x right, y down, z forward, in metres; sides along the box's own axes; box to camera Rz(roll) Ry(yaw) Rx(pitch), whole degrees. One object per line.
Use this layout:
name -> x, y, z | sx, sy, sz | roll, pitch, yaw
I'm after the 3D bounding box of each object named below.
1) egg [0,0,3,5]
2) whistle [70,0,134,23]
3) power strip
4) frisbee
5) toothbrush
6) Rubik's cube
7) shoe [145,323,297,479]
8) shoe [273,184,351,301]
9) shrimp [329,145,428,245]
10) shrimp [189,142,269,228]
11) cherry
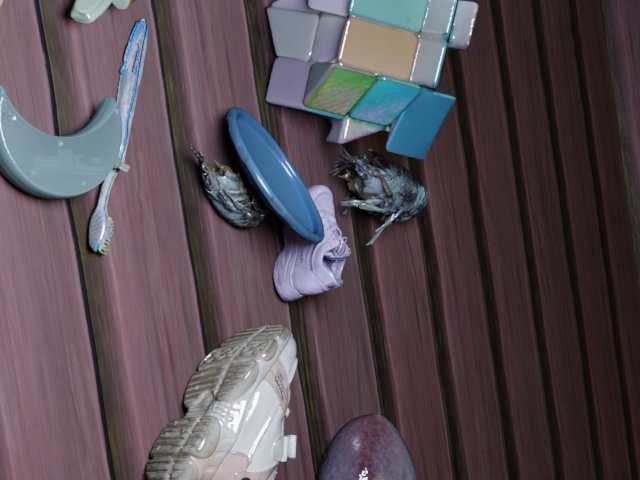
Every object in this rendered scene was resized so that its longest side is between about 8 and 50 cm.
egg -> -0.488, -0.356, 1.598 | 0.083, 0.071, 0.071 | 24, 67, -53
whistle -> -0.325, -0.434, 1.797 | 0.106, 0.101, 0.253 | 56, 43, -37
power strip -> -0.391, -0.144, 1.697 | 0.253, 0.054, 0.168 | 3, 86, -48
frisbee -> -0.092, -0.109, 2.025 | 0.289, 0.049, 0.289 | 53, 13, -18
toothbrush -> -0.324, -0.175, 1.821 | 0.042, 0.035, 0.413 | 49, 47, -65
Rubik's cube -> 0.095, -0.355, 2.150 | 0.387, 0.368, 0.358 | 5, 98, -53
shoe -> -0.132, 0.311, 1.891 | 0.198, 0.172, 0.351 | 48, 61, -25
shoe -> 0.000, 0.000, 2.141 | 0.095, 0.137, 0.245 | 44, 52, -46
shrimp -> 0.115, -0.091, 2.297 | 0.372, 0.137, 0.172 | 13, 59, -53
shrimp -> -0.168, -0.095, 1.972 | 0.233, 0.079, 0.090 | 50, 8, -43
cherry -> 0.092, 0.463, 2.161 | 0.213, 0.183, 0.266 | 36, 60, -49
